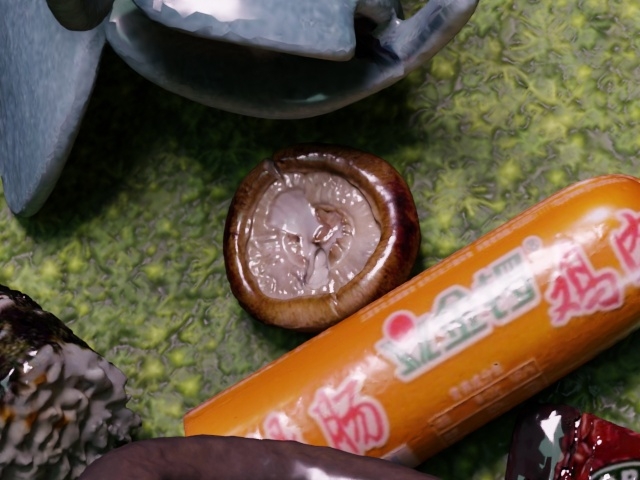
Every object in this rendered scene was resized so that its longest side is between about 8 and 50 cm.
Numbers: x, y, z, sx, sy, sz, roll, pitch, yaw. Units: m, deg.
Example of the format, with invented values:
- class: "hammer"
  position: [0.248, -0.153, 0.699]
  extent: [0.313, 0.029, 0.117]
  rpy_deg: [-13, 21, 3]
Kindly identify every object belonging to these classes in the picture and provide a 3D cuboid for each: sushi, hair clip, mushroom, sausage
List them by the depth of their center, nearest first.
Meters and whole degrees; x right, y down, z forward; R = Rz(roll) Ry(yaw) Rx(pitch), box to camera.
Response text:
- class: "sausage"
  position: [0.077, 0.055, 0.774]
  extent: [0.312, 0.093, 0.093]
  rpy_deg: [-31, 66, 3]
- class: "sushi"
  position: [-0.213, 0.137, 0.803]
  extent: [0.126, 0.136, 0.225]
  rpy_deg: [35, 88, 32]
- class: "hair clip"
  position: [-0.073, -0.218, 0.810]
  extent: [0.238, 0.392, 0.318]
  rpy_deg: [-7, 74, -15]
- class: "mushroom"
  position: [0.000, 0.000, 0.838]
  extent: [0.123, 0.052, 0.123]
  rpy_deg: [-8, 69, 21]

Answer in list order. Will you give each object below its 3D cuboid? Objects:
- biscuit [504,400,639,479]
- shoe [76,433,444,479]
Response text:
- class: "biscuit"
  position: [0.194, 0.176, 0.715]
  extent: [0.235, 0.063, 0.151]
  rpy_deg: [11, 63, 24]
- class: "shoe"
  position: [-0.089, 0.212, 0.669]
  extent: [0.383, 0.171, 0.237]
  rpy_deg: [-2, 101, 5]
